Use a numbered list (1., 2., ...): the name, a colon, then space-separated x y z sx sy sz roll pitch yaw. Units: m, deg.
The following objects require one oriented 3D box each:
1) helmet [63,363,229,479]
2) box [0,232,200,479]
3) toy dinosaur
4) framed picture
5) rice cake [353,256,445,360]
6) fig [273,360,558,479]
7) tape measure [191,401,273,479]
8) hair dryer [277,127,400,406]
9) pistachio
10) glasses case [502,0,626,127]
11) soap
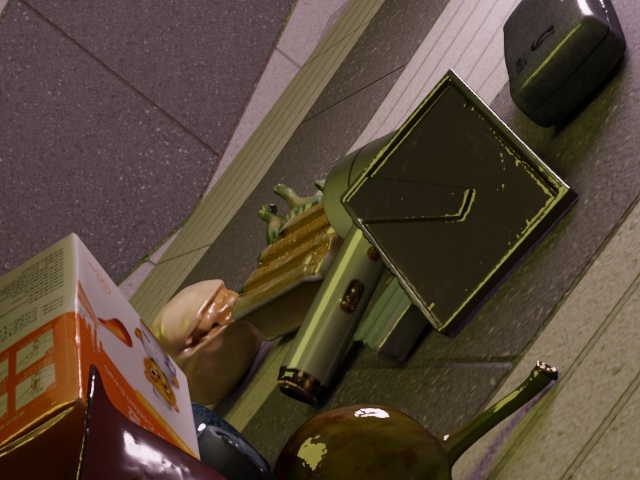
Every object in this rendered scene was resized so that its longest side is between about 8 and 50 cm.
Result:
1. helmet: -0.121 0.308 1.075 0.337 0.230 0.385 -156 85 -82
2. box: -0.225 0.175 1.387 0.143 0.225 0.341 -32 27 4
3. toy dinosaur: 0.000 0.000 2.103 0.447 0.087 0.301 -57 30 4
4. framed picture: 0.130 -0.044 1.489 0.192 0.018 0.265 -48 38 11
5. rice cake: 0.126 0.022 1.531 0.237 0.043 0.127 -54 12 -5
6. fig: 0.078 0.167 1.122 0.245 0.149 0.149 -30 3 -21
7. tape measure: -0.170 0.304 1.568 0.256 0.147 0.275 -48 15 -9
8. hair dryer: 0.041 0.040 1.677 0.362 0.128 0.203 -63 15 -16
9. pistachio: -0.162 0.142 2.062 0.157 0.157 0.229 -44 4 35
10. glasses case: 0.273 -0.233 1.670 0.131 0.074 0.323 -49 11 21
11. soap: -0.002 0.025 1.920 0.173 0.089 0.274 -58 13 -27
